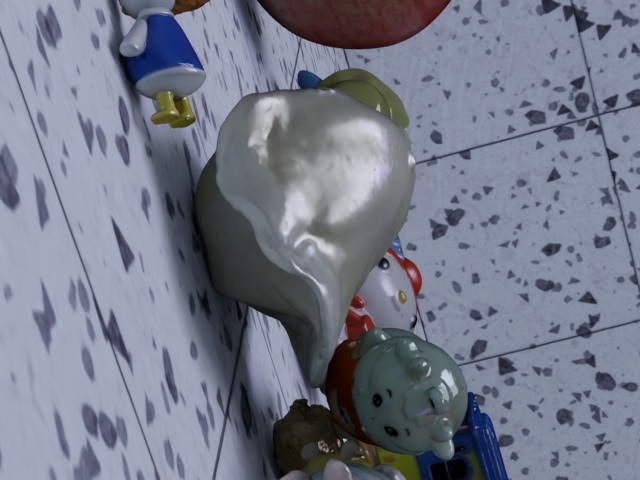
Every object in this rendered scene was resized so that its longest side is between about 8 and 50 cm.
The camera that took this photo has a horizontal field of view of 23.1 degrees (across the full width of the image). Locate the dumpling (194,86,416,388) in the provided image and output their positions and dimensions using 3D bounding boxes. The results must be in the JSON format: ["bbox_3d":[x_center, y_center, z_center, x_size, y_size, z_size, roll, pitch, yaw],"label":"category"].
[{"bbox_3d":[0.000,0.000,1.299,0.318,0.187,0.242,71,5,-71],"label":"dumpling"}]

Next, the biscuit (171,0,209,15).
[{"bbox_3d":[-0.145,-0.289,1.373,0.192,0.036,0.186,-71,143,-77],"label":"biscuit"}]

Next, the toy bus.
[{"bbox_3d":[0.142,0.336,1.797,0.138,0.175,0.287,-62,137,-79],"label":"toy bus"}]

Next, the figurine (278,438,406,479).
[{"bbox_3d":[0.022,0.227,1.253,0.155,0.127,0.235,-81,157,-51],"label":"figurine"}]

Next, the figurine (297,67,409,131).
[{"bbox_3d":[0.046,-0.121,2.079,0.262,0.154,0.180,72,3,-59],"label":"figurine"}]

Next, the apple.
[{"bbox_3d":[0.030,-0.415,1.948,0.269,0.345,0.344,50,24,-50],"label":"apple"}]

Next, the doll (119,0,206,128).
[{"bbox_3d":[-0.124,-0.156,1.183,0.099,0.058,0.142,3,70,-62],"label":"doll"}]

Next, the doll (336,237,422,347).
[{"bbox_3d":[0.042,0.062,1.751,0.161,0.130,0.290,59,27,-20],"label":"doll"}]

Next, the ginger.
[{"bbox_3d":[0.035,0.266,1.442,0.148,0.081,0.333,-92,162,-67],"label":"ginger"}]

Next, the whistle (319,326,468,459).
[{"bbox_3d":[0.058,0.124,1.311,0.253,0.106,0.101,-177,-84,-76],"label":"whistle"}]
